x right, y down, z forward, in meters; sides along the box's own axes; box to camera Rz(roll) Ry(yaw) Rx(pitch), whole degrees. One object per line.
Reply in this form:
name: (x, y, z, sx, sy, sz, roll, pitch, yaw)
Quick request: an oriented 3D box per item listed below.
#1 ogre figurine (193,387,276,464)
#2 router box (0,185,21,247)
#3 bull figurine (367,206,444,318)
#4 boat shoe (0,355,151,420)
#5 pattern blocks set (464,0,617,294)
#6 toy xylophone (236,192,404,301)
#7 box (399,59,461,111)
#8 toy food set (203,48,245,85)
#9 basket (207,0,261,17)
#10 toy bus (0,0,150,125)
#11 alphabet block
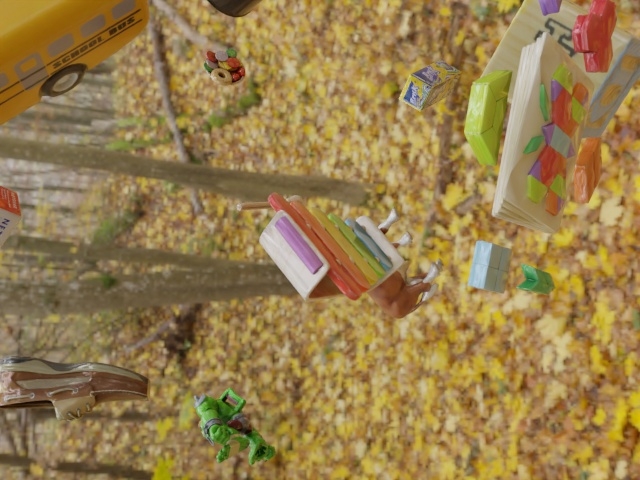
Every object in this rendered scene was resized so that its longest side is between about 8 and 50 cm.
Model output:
ogre figurine: (-0.157, 0.332, 1.468, 0.118, 0.197, 0.096, 47, 113, 35)
router box: (-0.723, 0.010, 1.372, 0.335, 0.301, 0.082, -50, 41, 15)
bull figurine: (0.127, 0.048, 1.728, 0.188, 0.310, 0.101, -35, 38, 16)
boat shoe: (-0.524, 0.323, 1.736, 0.122, 0.324, 0.119, 96, 178, -66)
pattern blocks set: (0.228, -0.102, 0.829, 0.026, 0.286, 0.324, 11, 98, 40)
toy xylophone: (0.000, 0.000, 1.299, 0.236, 0.323, 0.081, 48, 110, 10)
box: (0.219, -0.309, 1.634, 0.054, 0.169, 0.059, 33, 123, 14)
toy food set: (-0.182, -0.330, 1.567, 0.082, 0.083, 0.020, 57, 146, 14)
basket: (-0.059, -0.447, 1.136, 0.227, 0.154, 0.204, -23, 51, 35)
toy bus: (-0.321, -0.165, 0.744, 0.108, 0.333, 0.130, 53, 166, 4)
alphabet block: (0.435, -0.308, 1.451, 0.197, 0.192, 0.193, 39, 114, 25)
